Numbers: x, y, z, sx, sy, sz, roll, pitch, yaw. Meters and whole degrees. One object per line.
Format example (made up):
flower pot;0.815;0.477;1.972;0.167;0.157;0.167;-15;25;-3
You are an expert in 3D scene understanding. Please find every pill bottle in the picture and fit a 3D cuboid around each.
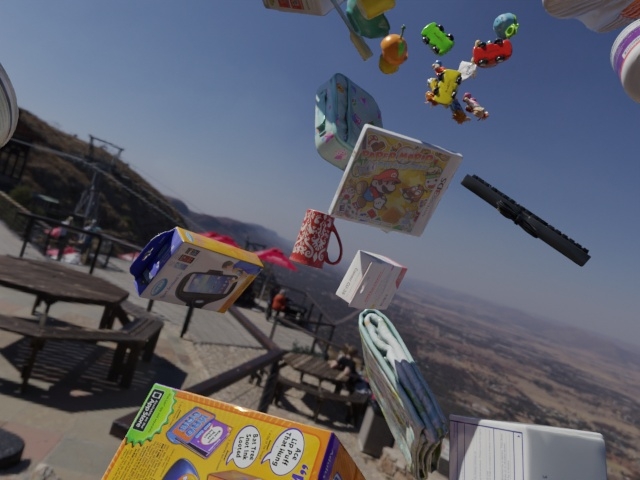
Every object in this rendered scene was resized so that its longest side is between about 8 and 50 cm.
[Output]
pill bottle;0.868;-0.476;1.214;0.181;0.181;0.323;17;37;14

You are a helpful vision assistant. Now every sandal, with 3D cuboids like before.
sandal;0.327;-0.297;0.521;0.265;0.076;0.102;-14;-1;-41

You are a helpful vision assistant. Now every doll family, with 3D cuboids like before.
doll family;0.428;-0.455;1.532;0.263;0.118;0.163;35;29;-21

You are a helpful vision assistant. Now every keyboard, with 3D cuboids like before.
keyboard;0.265;-0.031;0.607;0.180;0.023;0.108;40;23;23

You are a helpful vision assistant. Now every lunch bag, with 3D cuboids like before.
lunch bag;0.083;-0.330;1.348;0.108;0.279;0.224;-26;-37;37

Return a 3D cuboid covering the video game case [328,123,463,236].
video game case;0.156;-0.116;0.982;0.227;0.206;0.026;12;30;-19

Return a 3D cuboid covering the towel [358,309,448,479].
towel;0.203;0.408;1.239;0.090;0.320;0.374;-18;47;-10

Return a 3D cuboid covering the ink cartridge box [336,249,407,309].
ink cartridge box;0.110;0.090;1.050;0.067;0.115;0.198;31;8;30

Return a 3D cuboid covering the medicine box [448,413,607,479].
medicine box;0.356;0.468;0.847;0.149;0.263;0.289;9;-18;-7

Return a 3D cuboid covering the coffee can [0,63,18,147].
coffee can;-0.432;-0.080;0.406;0.201;0.201;0.275;17;41;-16

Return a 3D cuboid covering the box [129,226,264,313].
box;-0.136;0.036;0.515;0.136;0.081;0.028;22;24;-52

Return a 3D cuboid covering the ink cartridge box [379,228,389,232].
ink cartridge box;0.244;-0.147;1.284;0.056;0.181;0.225;30;-47;-20

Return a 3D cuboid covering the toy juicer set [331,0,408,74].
toy juicer set;0.130;-0.498;1.092;0.209;0.089;0.329;54;5;-27

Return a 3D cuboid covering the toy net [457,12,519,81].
toy net;0.496;-0.552;1.388;0.045;0.232;0.122;6;49;-29

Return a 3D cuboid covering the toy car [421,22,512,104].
toy car;0.364;-0.504;1.281;0.225;0.239;0.053;54;8;17

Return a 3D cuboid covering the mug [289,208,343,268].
mug;-0.005;-0.002;1.475;0.150;0.169;0.113;16;0;-20

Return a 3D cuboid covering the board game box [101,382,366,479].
board game box;-0.152;0.517;0.806;0.356;0.356;0.356;6;-38;24

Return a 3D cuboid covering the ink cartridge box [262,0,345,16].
ink cartridge box;-0.085;-0.831;1.338;0.272;0.130;0.309;27;-28;36
